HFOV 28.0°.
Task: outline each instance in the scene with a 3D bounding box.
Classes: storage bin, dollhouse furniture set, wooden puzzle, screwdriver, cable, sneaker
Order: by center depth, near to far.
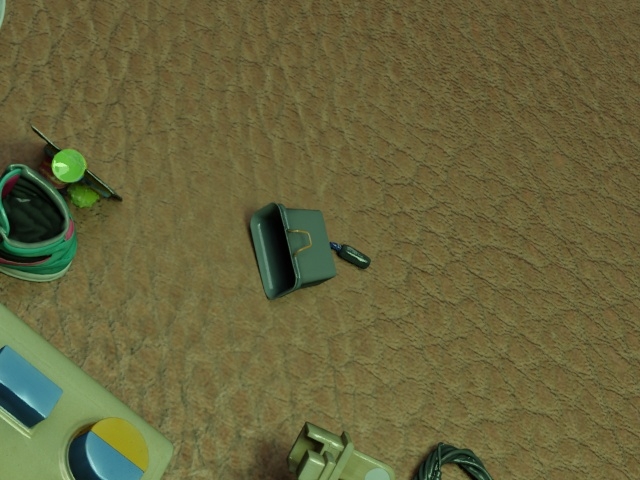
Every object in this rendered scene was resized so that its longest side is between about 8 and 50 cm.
[{"bbox_3d":[0.010,0.427,1.548,0.174,0.355,0.303,26,96,-10],"label":"dollhouse furniture set"},{"bbox_3d":[-0.346,0.269,1.554,0.322,0.080,0.347,42,41,-16],"label":"wooden puzzle"},{"bbox_3d":[-0.453,-0.030,1.675,0.296,0.178,0.123,10,62,-20],"label":"sneaker"},{"bbox_3d":[0.195,0.382,1.857,0.151,0.047,0.184,-13,74,-25],"label":"cable"},{"bbox_3d":[-0.032,0.011,1.903,0.091,0.098,0.135,-5,75,-38],"label":"storage bin"},{"bbox_3d":[0.000,0.000,1.973,0.170,0.024,0.025,24,86,-5],"label":"screwdriver"}]

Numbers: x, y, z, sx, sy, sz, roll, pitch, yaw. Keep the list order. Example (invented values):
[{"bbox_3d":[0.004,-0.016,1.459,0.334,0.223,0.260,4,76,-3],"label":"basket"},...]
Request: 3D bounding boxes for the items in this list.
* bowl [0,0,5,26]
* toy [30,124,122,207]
[{"bbox_3d":[-0.598,-0.320,1.783,0.298,0.134,0.297,11,61,-21],"label":"bowl"},{"bbox_3d":[-0.341,-0.086,1.748,0.137,0.237,0.056,39,82,-4],"label":"toy"}]
